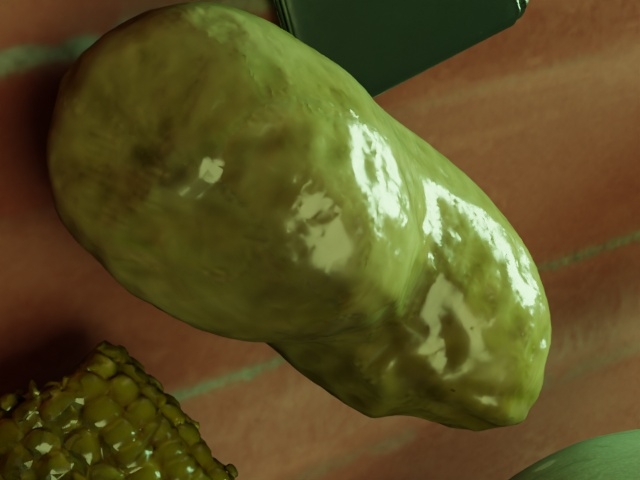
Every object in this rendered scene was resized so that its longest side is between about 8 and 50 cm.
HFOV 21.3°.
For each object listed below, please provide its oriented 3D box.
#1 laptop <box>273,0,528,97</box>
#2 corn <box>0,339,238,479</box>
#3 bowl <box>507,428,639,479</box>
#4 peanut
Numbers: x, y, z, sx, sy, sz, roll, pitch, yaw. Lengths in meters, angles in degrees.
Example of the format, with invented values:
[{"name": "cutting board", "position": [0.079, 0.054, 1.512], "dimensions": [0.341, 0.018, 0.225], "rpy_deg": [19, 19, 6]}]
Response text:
[{"name": "laptop", "position": [0.026, -0.153, 0.737], "dimensions": [0.129, 0.016, 0.180], "rpy_deg": [-29, 122, -21]}, {"name": "corn", "position": [-0.037, 0.189, 0.709], "dimensions": [0.115, 0.115, 0.318], "rpy_deg": [-34, 88, -17]}, {"name": "bowl", "position": [0.108, 0.208, 0.836], "dimensions": [0.313, 0.146, 0.313], "rpy_deg": [18, 90, -80]}, {"name": "peanut", "position": [0.000, 0.000, 0.708], "dimensions": [0.122, 0.137, 0.253], "rpy_deg": [-46, 130, 11]}]
